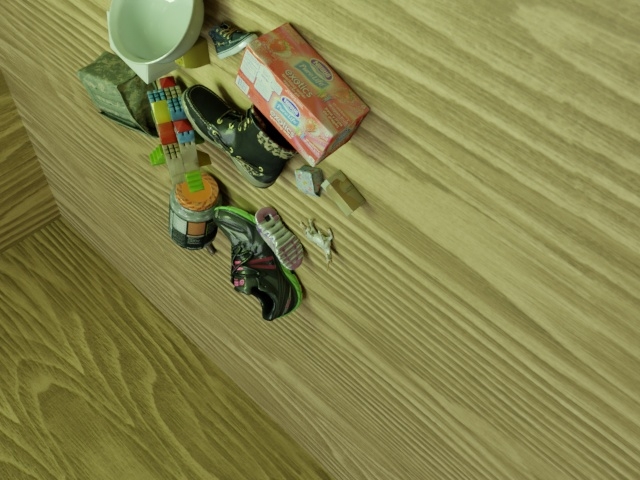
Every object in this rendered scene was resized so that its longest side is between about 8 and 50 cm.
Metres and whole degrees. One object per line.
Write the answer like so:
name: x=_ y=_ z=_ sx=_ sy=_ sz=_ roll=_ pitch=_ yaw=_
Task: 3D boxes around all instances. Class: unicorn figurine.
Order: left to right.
unicorn figurine: x=0.000 y=0.000 z=1.892 sx=0.162 sy=0.060 sz=0.111 roll=49 pitch=156 yaw=37

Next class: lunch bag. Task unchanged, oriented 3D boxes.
lunch bag: x=-0.698 y=-0.501 z=2.163 sx=0.235 sy=0.169 sz=0.287 roll=27 pitch=151 yaw=30
lunch bag: x=-0.031 y=-0.170 z=1.735 sx=0.071 sy=0.053 sz=0.083 roll=18 pitch=128 yaw=40

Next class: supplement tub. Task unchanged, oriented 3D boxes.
supplement tub: x=-0.474 y=-0.111 z=2.267 sx=0.193 sy=0.194 sz=0.316 roll=45 pitch=150 yaw=10

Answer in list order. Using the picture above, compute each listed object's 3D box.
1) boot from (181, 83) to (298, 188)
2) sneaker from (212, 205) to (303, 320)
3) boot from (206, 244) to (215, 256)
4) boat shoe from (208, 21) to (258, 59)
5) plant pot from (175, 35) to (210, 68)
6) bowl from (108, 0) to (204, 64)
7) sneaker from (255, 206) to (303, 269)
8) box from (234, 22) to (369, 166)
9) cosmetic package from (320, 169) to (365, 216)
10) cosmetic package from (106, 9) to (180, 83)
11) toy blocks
boot: x=-0.218 y=-0.335 z=1.714 sx=0.377 sy=0.138 sz=0.284 roll=50 pitch=152 yaw=-8
sneaker: x=-0.242 y=0.086 z=2.164 sx=0.185 sy=0.202 sz=0.482 roll=-11 pitch=115 yaw=57
boot: x=-0.478 y=0.020 z=2.581 sx=0.106 sy=0.037 sz=0.114 roll=18 pitch=136 yaw=63
boat shoe: x=-0.238 y=-0.537 z=1.584 sx=0.183 sy=0.065 sz=0.083 roll=3 pitch=128 yaw=54
plant pot: x=-0.385 y=-0.549 z=1.755 sx=0.081 sy=0.083 sz=0.081 roll=34 pitch=148 yaw=27
bowl: x=-0.419 y=-0.604 z=1.630 sx=0.298 sy=0.134 sz=0.297 roll=-2 pitch=86 yaw=28
sneaker: x=-0.147 y=-0.003 z=2.056 sx=0.236 sy=0.095 sz=0.104 roll=57 pitch=157 yaw=-2
box: x=-0.048 y=-0.353 z=1.456 sx=0.300 sy=0.142 sz=0.154 roll=47 pitch=151 yaw=5
cosmetic package: x=0.062 y=-0.130 z=1.644 sx=0.115 sy=0.060 sz=0.041 roll=49 pitch=151 yaw=-1
cosmetic package: x=-0.519 y=-0.606 z=1.804 sx=0.183 sy=0.151 sz=0.151 roll=46 pitch=152 yaw=10
toy blocks: x=-0.476 y=-0.376 z=1.926 sx=0.261 sy=0.191 sz=0.381 roll=97 pitch=154 yaw=-58
